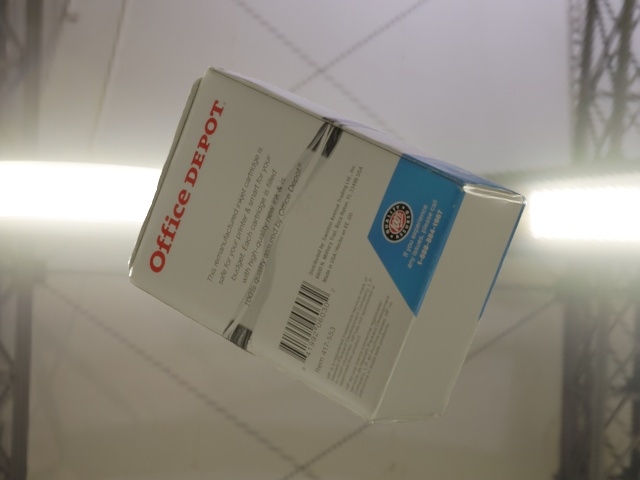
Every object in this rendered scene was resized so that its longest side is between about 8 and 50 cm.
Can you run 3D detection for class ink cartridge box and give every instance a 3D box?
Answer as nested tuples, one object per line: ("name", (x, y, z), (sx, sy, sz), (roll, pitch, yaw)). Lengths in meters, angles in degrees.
("ink cartridge box", (0.000, 0.000, 0.917), (0.191, 0.139, 0.082), (28, -168, 34))
